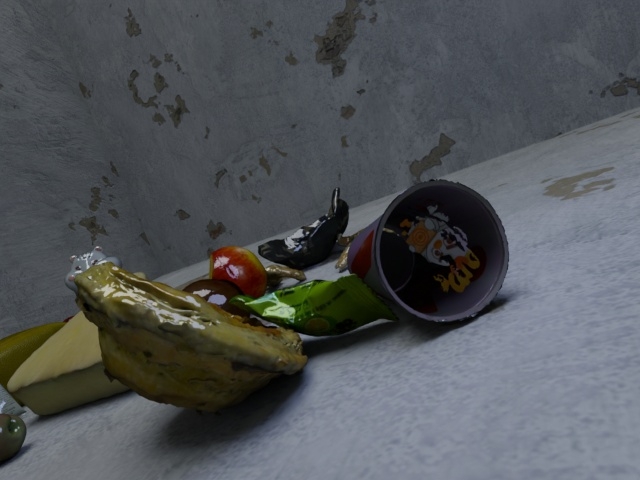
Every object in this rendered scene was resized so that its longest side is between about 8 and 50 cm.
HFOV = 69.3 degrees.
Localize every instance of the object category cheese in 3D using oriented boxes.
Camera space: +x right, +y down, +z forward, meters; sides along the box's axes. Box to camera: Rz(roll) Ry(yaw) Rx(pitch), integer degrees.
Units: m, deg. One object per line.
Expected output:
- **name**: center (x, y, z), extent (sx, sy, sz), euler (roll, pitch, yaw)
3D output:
- **cheese**: center (-0.479, 0.208, 1.079), extent (0.384, 0.104, 0.384), euler (-21, 28, 12)

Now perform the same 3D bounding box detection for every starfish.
- **starfish**: center (0.183, -0.014, 1.360), extent (0.324, 0.082, 0.432), euler (-18, 9, 2)

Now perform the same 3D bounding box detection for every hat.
- **hat**: center (0.000, 0.000, 1.670), extent (0.366, 0.257, 0.382), euler (-36, -34, 19)

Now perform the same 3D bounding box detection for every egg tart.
- **egg tart**: center (-0.191, 0.148, 0.670), extent (0.150, 0.352, 0.352), euler (-68, 19, -9)

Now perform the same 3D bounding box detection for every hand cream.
- **hand cream**: center (-0.762, 0.351, 1.070), extent (0.042, 0.194, 0.067), euler (-54, -15, 31)

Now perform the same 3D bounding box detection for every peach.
- **peach**: center (-0.572, 0.353, 0.824), extent (0.083, 0.083, 0.083), euler (-21, 7, 3)
- **peach**: center (-0.243, 0.110, 1.247), extent (0.190, 0.190, 0.192), euler (-16, 2, 41)

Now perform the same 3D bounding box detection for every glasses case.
- **glasses case**: center (-0.816, 0.341, 1.264), extent (0.141, 0.173, 0.371), euler (-16, 9, 21)

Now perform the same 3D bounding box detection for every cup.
- **cup**: center (0.143, 0.028, 0.767), extent (0.203, 0.203, 0.288), euler (-23, 0, -12)

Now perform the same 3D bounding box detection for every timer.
- **timer**: center (-0.606, 0.176, 1.321), extent (0.291, 0.315, 0.291), euler (-21, 8, 3)

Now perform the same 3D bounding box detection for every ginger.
- **ginger**: center (-0.136, 0.104, 1.374), extent (0.193, 0.052, 0.176), euler (-8, -20, 15)

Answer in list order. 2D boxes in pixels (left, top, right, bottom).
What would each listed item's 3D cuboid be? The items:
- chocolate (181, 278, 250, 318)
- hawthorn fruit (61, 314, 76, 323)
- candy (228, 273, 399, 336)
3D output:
- **chocolate**: center (-0.246, 0.165, 0.999), extent (0.177, 0.176, 0.177), euler (-21, 7, 3)
- **hawthorn fruit**: center (-0.774, 0.312, 1.533), extent (0.148, 0.148, 0.172), euler (-18, -8, 27)
- **candy**: center (-0.015, 0.114, 0.753), extent (0.246, 0.149, 0.069), euler (-17, 52, 28)
